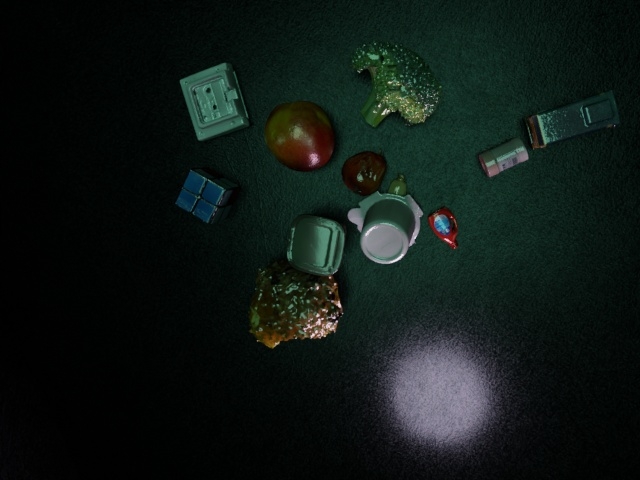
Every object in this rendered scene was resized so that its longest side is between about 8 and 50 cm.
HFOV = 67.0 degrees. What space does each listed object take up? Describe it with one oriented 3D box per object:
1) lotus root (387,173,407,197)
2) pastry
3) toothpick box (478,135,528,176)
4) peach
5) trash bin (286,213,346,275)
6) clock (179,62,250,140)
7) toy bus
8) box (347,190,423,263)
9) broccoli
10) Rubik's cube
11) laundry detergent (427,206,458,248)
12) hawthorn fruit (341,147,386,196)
[{"bbox_3d":[0.303,-0.192,1.912,0.073,0.062,0.150,18,108,9],"label":"lotus root"},{"bbox_3d":[-0.113,0.237,1.951,0.406,0.292,0.337,-17,87,24],"label":"pastry"},{"bbox_3d":[0.682,-0.312,1.806,0.149,0.098,0.098,-25,94,13],"label":"toothpick box"},{"bbox_3d":[-0.081,-0.398,1.859,0.281,0.238,0.280,-3,102,-14],"label":"peach"},{"bbox_3d":[0.000,0.000,1.902,0.220,0.250,0.219,13,101,9],"label":"trash bin"},{"bbox_3d":[-0.435,-0.560,1.959,0.231,0.116,0.262,-14,95,13],"label":"clock"},{"bbox_3d":[0.892,-0.428,1.715,0.276,0.167,0.138,-16,96,12],"label":"toy bus"},{"bbox_3d":[0.232,-0.043,1.847,0.292,0.206,0.262,15,118,7],"label":"box"},{"bbox_3d":[0.253,-0.566,1.766,0.375,0.249,0.302,39,101,-4],"label":"broccoli"},{"bbox_3d":[-0.463,-0.188,1.992,0.184,0.180,0.167,31,104,6],"label":"Rubik's cube"},{"bbox_3d":[0.500,-0.045,1.911,0.097,0.049,0.165,-31,95,10],"label":"laundry detergent"},{"bbox_3d":[0.172,-0.261,1.878,0.179,0.173,0.173,-18,96,13],"label":"hawthorn fruit"}]
